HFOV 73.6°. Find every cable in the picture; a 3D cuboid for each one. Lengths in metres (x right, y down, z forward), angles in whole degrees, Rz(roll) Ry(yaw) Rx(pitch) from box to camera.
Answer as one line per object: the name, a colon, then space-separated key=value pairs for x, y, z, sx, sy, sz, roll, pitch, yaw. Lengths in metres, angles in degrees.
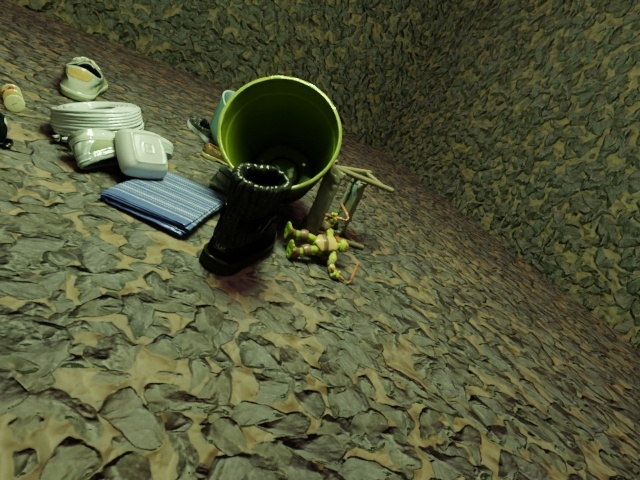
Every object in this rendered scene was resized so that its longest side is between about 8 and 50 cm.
cable: x=-0.681 y=-0.371 z=1.310 sx=0.257 sy=0.089 sz=0.257 roll=-12 pitch=28 yaw=-28

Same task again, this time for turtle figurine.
turtle figurine: x=0.000 y=0.000 z=1.294 sx=0.217 sy=0.087 sz=0.270 roll=8 pitch=66 yaw=-24

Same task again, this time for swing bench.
swing bench: x=0.072 y=-0.126 z=1.484 sx=0.254 sy=0.253 sz=0.165 roll=9 pitch=27 yaw=-39

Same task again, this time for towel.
towel: x=-0.419 y=-0.116 z=1.208 sx=0.243 sy=0.040 sz=0.336 roll=24 pitch=20 yaw=-1

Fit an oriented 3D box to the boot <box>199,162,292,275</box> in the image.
boot: x=-0.160 y=-0.077 z=1.094 sx=0.131 sy=0.260 sz=0.348 roll=27 pitch=22 yaw=1

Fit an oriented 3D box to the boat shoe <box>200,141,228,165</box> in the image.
boat shoe: x=-0.382 y=-0.338 z=1.704 sx=0.178 sy=0.060 sz=0.064 roll=16 pitch=24 yaw=-27

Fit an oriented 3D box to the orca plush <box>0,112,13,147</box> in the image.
orca plush: x=-0.832 y=-0.282 z=1.007 sx=0.151 sy=0.102 sz=0.287 roll=24 pitch=22 yaw=-6

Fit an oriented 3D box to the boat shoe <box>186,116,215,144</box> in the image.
boat shoe: x=-0.521 y=-0.504 z=1.899 sx=0.080 sy=0.076 sz=0.228 roll=5 pitch=31 yaw=-43

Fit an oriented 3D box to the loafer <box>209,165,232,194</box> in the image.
loafer: x=-0.260 y=-0.139 z=1.400 sx=0.267 sy=0.084 sz=0.096 roll=41 pitch=-6 yaw=24

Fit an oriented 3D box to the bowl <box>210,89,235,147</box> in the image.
bowl: x=-0.340 y=-0.456 z=1.805 sx=0.311 sy=0.163 sz=0.312 roll=41 pitch=27 yaw=-26

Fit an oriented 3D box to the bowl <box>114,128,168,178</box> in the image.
bowl: x=-0.498 y=-0.251 z=1.211 sx=0.142 sy=0.053 sz=0.142 roll=-2 pitch=74 yaw=-50

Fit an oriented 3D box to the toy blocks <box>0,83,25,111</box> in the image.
toy blocks: x=-0.970 y=-0.446 z=1.287 sx=0.123 sy=0.054 sz=0.148 roll=5 pitch=30 yaw=-44

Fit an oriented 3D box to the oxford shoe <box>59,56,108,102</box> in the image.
oxford shoe: x=-0.952 y=-0.679 z=1.738 sx=0.169 sy=0.130 sz=0.449 roll=13 pitch=24 yaw=-28

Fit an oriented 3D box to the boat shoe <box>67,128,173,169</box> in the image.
boat shoe: x=-0.569 y=-0.255 z=1.260 sx=0.320 sy=0.118 sz=0.103 roll=-11 pitch=82 yaw=-61

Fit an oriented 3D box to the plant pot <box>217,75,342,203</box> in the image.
plant pot: x=-0.129 y=-0.283 z=1.430 sx=0.366 sy=0.367 sz=0.353 roll=28 pitch=-13 yaw=3

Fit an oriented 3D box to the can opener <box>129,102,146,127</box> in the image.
can opener: x=-0.668 y=-0.419 z=1.543 sx=0.093 sy=0.074 sz=0.280 roll=13 pitch=26 yaw=-33
